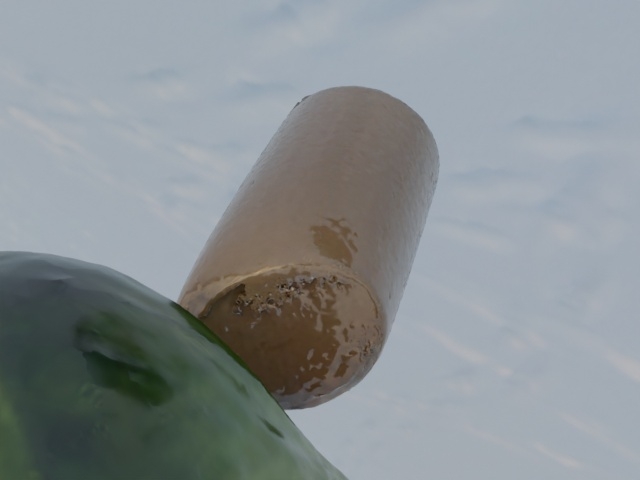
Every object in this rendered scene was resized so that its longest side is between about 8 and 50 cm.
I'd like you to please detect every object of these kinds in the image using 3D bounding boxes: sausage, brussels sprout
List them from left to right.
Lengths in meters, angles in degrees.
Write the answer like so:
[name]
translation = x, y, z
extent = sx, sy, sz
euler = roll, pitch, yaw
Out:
[brussels sprout]
translation = -0.110, 0.123, 0.429
extent = 0.271, 0.210, 0.219
euler = 22, -162, -38
[sausage]
translation = 0.000, 0.000, 0.632
extent = 0.123, 0.253, 0.123
euler = 7, 122, 11
